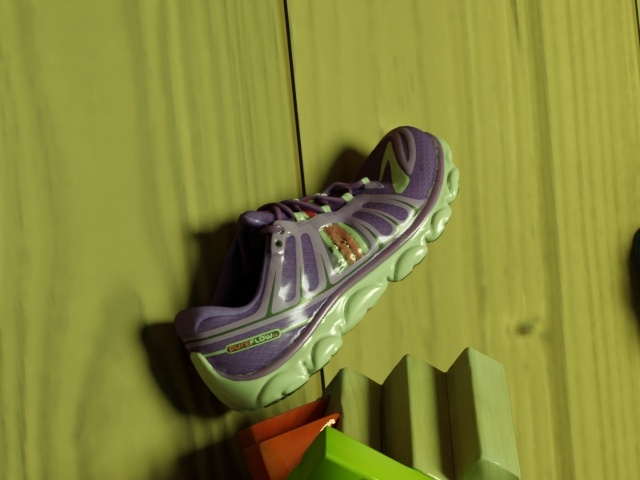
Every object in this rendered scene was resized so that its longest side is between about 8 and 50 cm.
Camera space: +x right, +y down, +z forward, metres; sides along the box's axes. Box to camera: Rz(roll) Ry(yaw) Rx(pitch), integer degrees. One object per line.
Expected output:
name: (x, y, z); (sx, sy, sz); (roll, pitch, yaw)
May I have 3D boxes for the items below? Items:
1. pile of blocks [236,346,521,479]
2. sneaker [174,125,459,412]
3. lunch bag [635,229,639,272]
pile of blocks: (-0.016, 0.178, 0.700); (0.113, 0.149, 0.362); (28, 51, -15)
sneaker: (0.000, 0.000, 0.825); (0.071, 0.068, 0.170); (51, 58, -16)
lunch bag: (0.224, 0.015, 1.001); (0.098, 0.065, 0.067); (-15, 95, -39)
